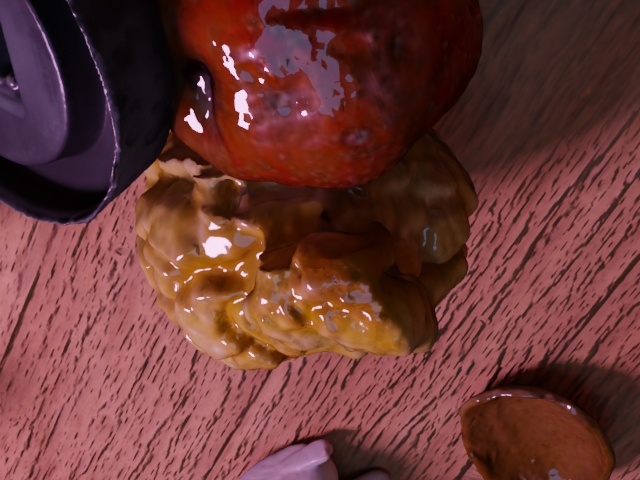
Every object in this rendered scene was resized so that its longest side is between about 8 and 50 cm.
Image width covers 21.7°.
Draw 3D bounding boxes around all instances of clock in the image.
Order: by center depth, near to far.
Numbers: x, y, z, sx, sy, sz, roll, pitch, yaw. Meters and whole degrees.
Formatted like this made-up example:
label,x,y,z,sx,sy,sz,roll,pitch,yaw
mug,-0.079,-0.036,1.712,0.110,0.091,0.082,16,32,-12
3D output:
label,x,y,z,sx,sy,sz,roll,pitch,yaw
clock,-0.232,-0.161,1.164,0.325,0.067,0.325,33,145,28

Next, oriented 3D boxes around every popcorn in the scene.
label,x,y,z,sx,sy,sz,roll,pitch,yaw
popcorn,0.000,0.000,1.312,0.265,0.332,0.225,-17,112,-18

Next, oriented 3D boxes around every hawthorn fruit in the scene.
label,x,y,z,sx,sy,sz,roll,pitch,yaw
hawthorn fruit,-0.009,-0.170,1.157,0.258,0.258,0.262,13,113,-11

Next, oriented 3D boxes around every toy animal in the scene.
label,x,y,z,sx,sy,sz,roll,pitch,yaw
toy animal,0.032,0.326,1.778,0.282,0.140,0.138,36,137,-27

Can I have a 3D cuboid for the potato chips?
label,x,y,z,sx,sy,sz,roll,pitch,yaw
potato chips,0.220,0.201,1.689,0.150,0.049,0.201,-16,137,25
